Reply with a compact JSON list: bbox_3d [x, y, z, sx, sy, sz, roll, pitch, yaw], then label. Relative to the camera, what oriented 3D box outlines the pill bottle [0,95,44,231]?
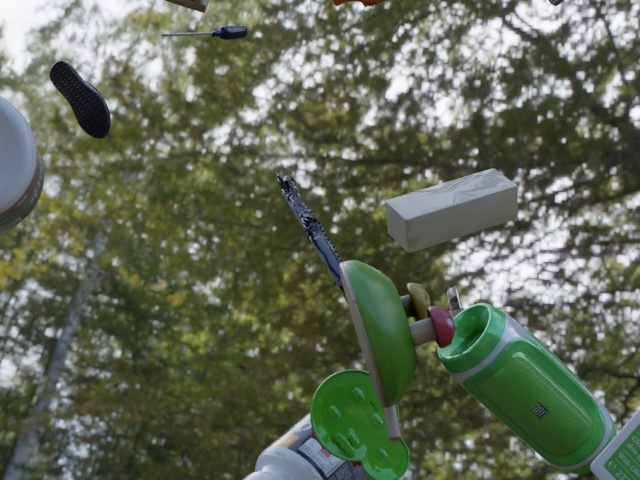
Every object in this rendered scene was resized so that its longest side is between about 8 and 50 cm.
[{"bbox_3d":[-0.566,-0.118,1.551,0.210,0.210,0.363,20,-8,-12],"label":"pill bottle"}]

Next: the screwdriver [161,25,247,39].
[{"bbox_3d":[-0.177,-0.315,1.450,0.024,0.170,0.025,12,-66,41],"label":"screwdriver"}]

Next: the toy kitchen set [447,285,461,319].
[{"bbox_3d":[0.241,0.134,1.881,0.075,0.083,0.068,-11,-48,8],"label":"toy kitchen set"}]

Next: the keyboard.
[{"bbox_3d":[0.000,0.000,1.526,0.033,0.317,0.201,-30,-55,-2],"label":"keyboard"}]

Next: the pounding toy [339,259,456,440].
[{"bbox_3d":[0.103,0.115,1.159,0.110,0.183,0.237,-17,-36,-1],"label":"pounding toy"}]

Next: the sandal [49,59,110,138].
[{"bbox_3d":[-0.424,-0.256,1.697,0.067,0.179,0.040,-46,-21,18],"label":"sandal"}]

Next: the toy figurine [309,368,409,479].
[{"bbox_3d":[0.047,0.285,1.400,0.173,0.130,0.159,52,-19,7],"label":"toy figurine"}]

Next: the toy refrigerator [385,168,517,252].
[{"bbox_3d":[0.285,-0.063,2.040,0.270,0.102,0.094,-18,-58,-16],"label":"toy refrigerator"}]

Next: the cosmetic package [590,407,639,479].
[{"bbox_3d":[0.491,0.181,0.990,0.155,0.197,0.365,17,-67,-42],"label":"cosmetic package"}]

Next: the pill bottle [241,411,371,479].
[{"bbox_3d":[-0.010,0.391,1.613,0.162,0.278,0.162,22,-54,32],"label":"pill bottle"}]

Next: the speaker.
[{"bbox_3d":[0.314,0.226,1.421,0.296,0.131,0.131,42,-39,-18],"label":"speaker"}]

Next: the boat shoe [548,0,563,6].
[{"bbox_3d":[0.355,-0.403,1.440,0.040,0.142,0.049,35,-58,-13],"label":"boat shoe"}]

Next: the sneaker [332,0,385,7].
[{"bbox_3d":[0.099,-0.428,1.580,0.175,0.064,0.067,-5,-41,-10],"label":"sneaker"}]

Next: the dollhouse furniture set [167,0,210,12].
[{"bbox_3d":[-0.169,-0.391,1.156,0.129,0.183,0.129,17,-52,-1],"label":"dollhouse furniture set"}]
